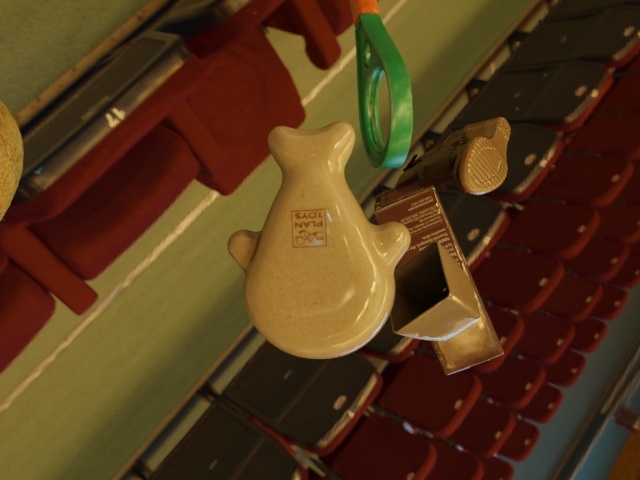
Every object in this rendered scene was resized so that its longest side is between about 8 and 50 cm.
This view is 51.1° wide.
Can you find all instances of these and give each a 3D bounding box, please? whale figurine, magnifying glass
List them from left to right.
[{"bbox_3d":[0.000,0.000,0.798,0.141,0.216,0.272,-1,86,-79],"label":"whale figurine"},{"bbox_3d":[0.044,-0.171,0.585,0.026,0.231,0.092,-3,161,-11],"label":"magnifying glass"}]

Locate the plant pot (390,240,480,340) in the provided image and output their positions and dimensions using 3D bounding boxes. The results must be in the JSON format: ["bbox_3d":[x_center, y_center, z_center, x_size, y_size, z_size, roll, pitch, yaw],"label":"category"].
[{"bbox_3d":[0.172,0.087,0.984,0.096,0.109,0.109,31,125,-29],"label":"plant pot"}]

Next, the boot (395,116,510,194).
[{"bbox_3d":[0.219,-0.116,1.167,0.090,0.207,0.248,54,38,-13],"label":"boot"}]

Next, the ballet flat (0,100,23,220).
[{"bbox_3d":[-0.263,0.016,0.289,0.348,0.123,0.123,-40,136,-41],"label":"ballet flat"}]

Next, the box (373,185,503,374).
[{"bbox_3d":[0.248,0.068,1.426,0.191,0.143,0.381,-69,137,-75],"label":"box"}]
